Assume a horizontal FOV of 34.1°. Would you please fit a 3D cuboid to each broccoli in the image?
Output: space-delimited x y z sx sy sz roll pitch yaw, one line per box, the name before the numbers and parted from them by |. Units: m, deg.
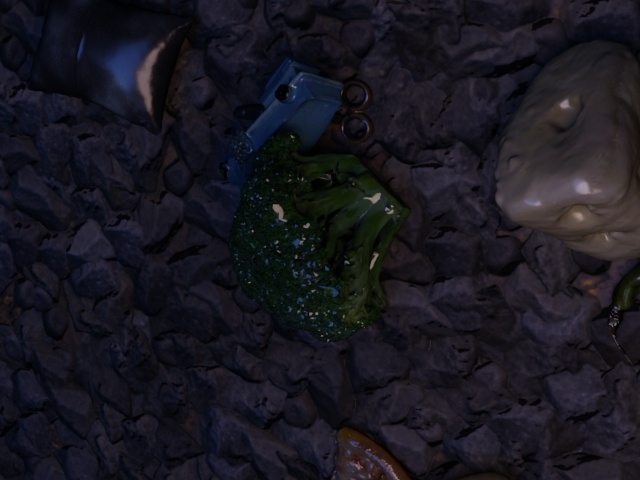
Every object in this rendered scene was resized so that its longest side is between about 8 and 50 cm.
broccoli | 0.000 0.000 1.393 0.245 0.265 0.294 -45 122 -4

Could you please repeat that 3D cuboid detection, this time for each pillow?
pillow | -0.317 -0.278 1.548 0.249 0.106 0.186 20 101 18

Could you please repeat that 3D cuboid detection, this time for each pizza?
pizza | 0.048 0.386 1.546 0.185 0.052 0.195 44 116 15

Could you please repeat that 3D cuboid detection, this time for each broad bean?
broad bean | 0.472 0.025 1.263 0.098 0.056 0.318 48 122 2

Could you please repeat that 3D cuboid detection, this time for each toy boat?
toy boat | -0.067 -0.155 1.447 0.238 0.109 0.098 -48 49 34

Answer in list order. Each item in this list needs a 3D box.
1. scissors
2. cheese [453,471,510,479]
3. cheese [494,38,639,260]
scissors | -0.028 -0.182 1.479 0.220 0.017 0.088 4 105 26
cheese | 0.086 0.450 1.419 0.328 0.129 0.351 18 81 9
cheese | 0.330 -0.106 1.258 0.173 0.251 0.248 -15 58 40
